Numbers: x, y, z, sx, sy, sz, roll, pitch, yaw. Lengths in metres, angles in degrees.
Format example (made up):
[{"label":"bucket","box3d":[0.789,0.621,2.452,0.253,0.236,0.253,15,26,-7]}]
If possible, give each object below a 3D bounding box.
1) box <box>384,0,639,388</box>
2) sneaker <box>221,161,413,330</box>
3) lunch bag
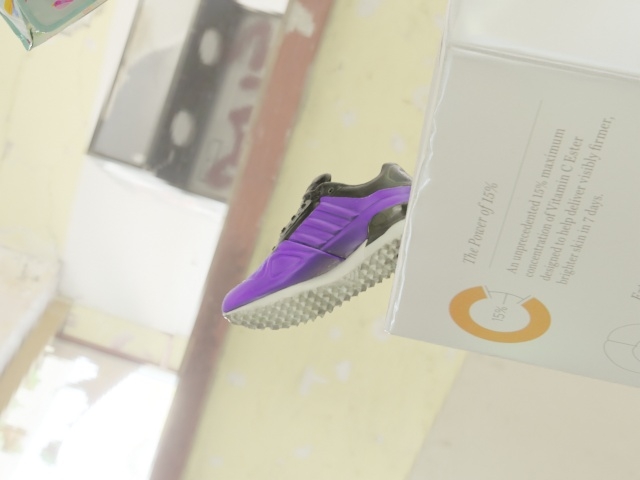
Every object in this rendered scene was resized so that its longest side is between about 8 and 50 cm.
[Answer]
[{"label":"box","box3d":[0.223,-0.040,0.557,0.215,0.345,0.168,97,-174,-53]},{"label":"sneaker","box3d":[0.001,0.000,1.426,0.102,0.293,0.146,40,-155,-62]},{"label":"lunch bag","box3d":[-0.331,-0.377,1.498,0.223,0.160,0.262,-38,7,-14]}]
